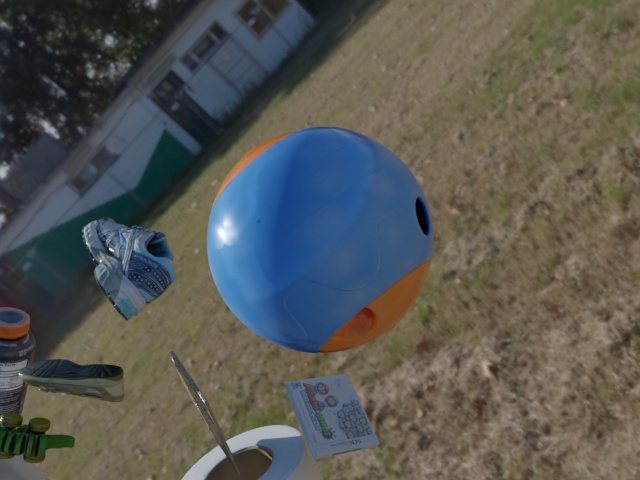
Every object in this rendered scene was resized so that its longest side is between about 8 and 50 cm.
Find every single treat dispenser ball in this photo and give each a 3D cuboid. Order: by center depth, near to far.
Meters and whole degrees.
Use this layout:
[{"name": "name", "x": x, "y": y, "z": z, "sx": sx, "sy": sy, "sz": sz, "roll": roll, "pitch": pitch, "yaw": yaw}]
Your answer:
[{"name": "treat dispenser ball", "x": 0.000, "y": 0.000, "z": 0.895, "sx": 0.288, "sy": 0.288, "sz": 0.288, "roll": -42, "pitch": 17, "yaw": 16}]

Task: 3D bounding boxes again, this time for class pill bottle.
[{"name": "pill bottle", "x": -0.700, "y": 0.271, "z": 1.525, "sx": 0.130, "sy": 0.130, "sz": 0.246, "roll": -102, "pitch": 29, "yaw": -70}]

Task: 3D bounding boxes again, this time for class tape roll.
[{"name": "tape roll", "x": -0.141, "y": 0.488, "z": 1.367, "sx": 0.286, "sy": 0.100, "sz": 0.286, "roll": -21, "pitch": 15, "yaw": 6}]

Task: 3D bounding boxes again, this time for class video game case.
[{"name": "video game case", "x": 0.022, "y": 0.330, "z": 1.325, "sx": 0.019, "sy": 0.143, "sz": 0.157, "roll": -59, "pitch": 44, "yaw": 38}]

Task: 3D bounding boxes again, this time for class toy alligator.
[{"name": "toy alligator", "x": -0.434, "y": 0.268, "z": 0.947, "sx": 0.051, "sy": 0.189, "sz": 0.056, "roll": -149, "pitch": 71, "yaw": -81}]

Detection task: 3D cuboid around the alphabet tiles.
[{"name": "alphabet tiles", "x": -0.237, "y": 0.330, "z": 1.390, "sx": 0.009, "sy": 0.198, "sz": 0.237, "roll": -28, "pitch": 32, "yaw": -18}]

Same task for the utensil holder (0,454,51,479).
[{"name": "utensil holder", "x": -0.629, "y": 0.452, "z": 1.136, "sx": 0.327, "sy": 0.385, "sz": 0.328, "roll": -22, "pitch": 31, "yaw": 14}]

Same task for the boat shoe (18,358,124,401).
[{"name": "boat shoe", "x": -0.354, "y": 0.203, "z": 0.994, "sx": 0.153, "sy": 0.048, "sz": 0.056, "roll": 1, "pitch": 18, "yaw": 4}]

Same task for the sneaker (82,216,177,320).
[{"name": "sneaker", "x": -0.307, "y": 0.029, "z": 1.159, "sx": 0.122, "sy": 0.110, "sz": 0.283, "roll": -30, "pitch": 35, "yaw": -11}]
